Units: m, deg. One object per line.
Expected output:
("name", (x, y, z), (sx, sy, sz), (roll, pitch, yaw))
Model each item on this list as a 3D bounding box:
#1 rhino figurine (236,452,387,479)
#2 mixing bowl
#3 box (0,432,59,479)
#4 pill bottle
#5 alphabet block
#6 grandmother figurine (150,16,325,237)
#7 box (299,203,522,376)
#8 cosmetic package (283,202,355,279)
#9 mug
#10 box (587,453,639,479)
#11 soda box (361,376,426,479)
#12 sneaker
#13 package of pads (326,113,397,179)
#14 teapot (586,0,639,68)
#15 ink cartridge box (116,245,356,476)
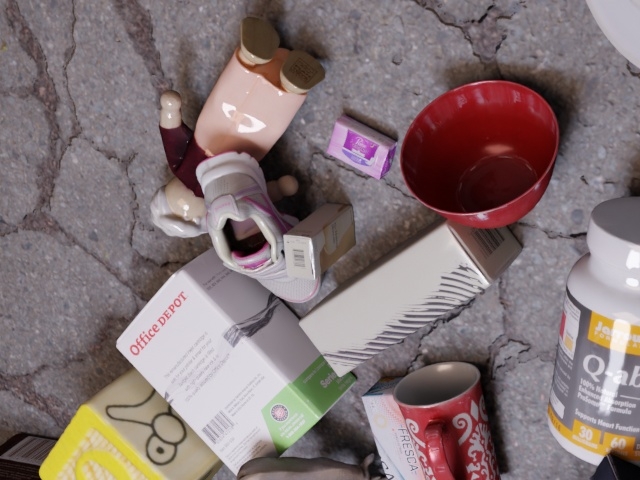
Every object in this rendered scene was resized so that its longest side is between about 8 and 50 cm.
("rhino figurine", (-0.010, 0.329, 1.820), (0.106, 0.243, 0.073), (119, 145, -49))
("mixing bowl", (0.191, -0.082, 1.538), (0.181, 0.181, 0.098), (11, 155, 28))
("box", (-0.455, 0.442, 2.165), (0.168, 0.167, 0.203), (2, 113, 31))
("pill bottle", (0.348, 0.103, 1.510), (0.162, 0.162, 0.278), (16, 120, 25))
("alphabet block", (-0.252, 0.302, 1.955), (0.192, 0.197, 0.193), (42, 127, 9))
("grandmother figurine", (-0.120, -0.118, 1.743), (0.208, 0.104, 0.342), (42, 130, 2))
("box", (0.108, 0.057, 1.671), (0.275, 0.113, 0.094), (-36, 92, 39))
("cosmetic package", (0.000, 0.000, 1.708), (0.041, 0.115, 0.060), (7, 117, 28))
("mug", (0.157, 0.263, 1.718), (0.113, 0.150, 0.169), (2, 117, 42))
("box", (0.390, 0.460, 1.508), (0.343, 0.179, 0.312), (24, 114, -16))
("soda box", (0.116, 0.273, 1.799), (0.063, 0.058, 0.183), (-7, 107, 34))
("sneaker", (-0.079, 0.008, 1.717), (0.103, 0.111, 0.252), (-22, 131, 21))
("package of pads", (0.051, -0.116, 1.674), (0.083, 0.032, 0.050), (29, 125, 18))
("teapot", (0.383, -0.281, 1.305), (0.252, 0.187, 0.256), (54, 157, 23))
("ink cartridge box", (-0.119, 0.168, 1.860), (0.273, 0.115, 0.198), (47, 128, 4))
